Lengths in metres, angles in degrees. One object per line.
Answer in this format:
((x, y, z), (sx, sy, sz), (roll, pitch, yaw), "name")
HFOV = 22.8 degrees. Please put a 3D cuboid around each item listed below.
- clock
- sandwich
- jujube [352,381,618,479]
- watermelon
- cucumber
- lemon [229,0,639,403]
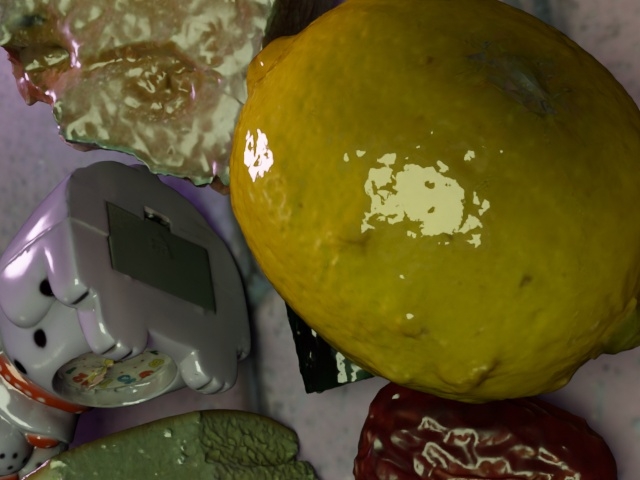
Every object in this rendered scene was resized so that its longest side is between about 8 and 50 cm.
((-0.201, 0.077, 1.162), (0.254, 0.189, 0.189), (-34, 78, 24), "clock")
((-0.123, 0.187, 1.114), (0.258, 0.096, 0.094), (-18, 65, -11), "sandwich")
((0.111, 0.154, 1.068), (0.176, 0.109, 0.112), (14, 137, 17), "jujube")
((-0.118, -0.199, 1.142), (0.264, 0.151, 0.302), (11, 96, 20), "watermelon")
((-0.003, 0.000, 1.137), (0.078, 0.062, 0.211), (-17, 83, 20), "cucumber")
((0.079, -0.031, 1.009), (0.284, 0.260, 0.260), (14, 94, 12), "lemon")
